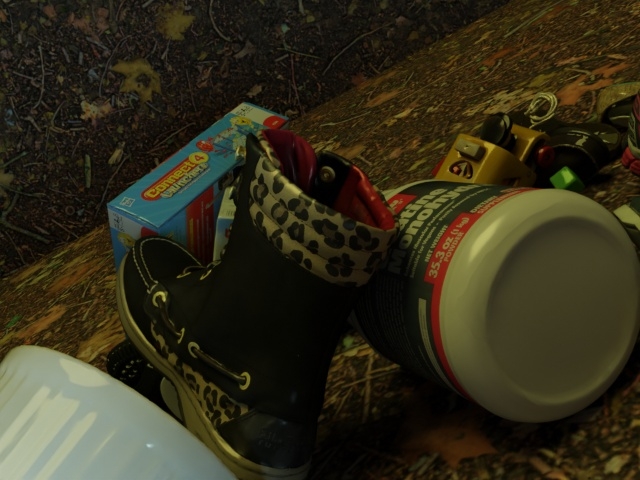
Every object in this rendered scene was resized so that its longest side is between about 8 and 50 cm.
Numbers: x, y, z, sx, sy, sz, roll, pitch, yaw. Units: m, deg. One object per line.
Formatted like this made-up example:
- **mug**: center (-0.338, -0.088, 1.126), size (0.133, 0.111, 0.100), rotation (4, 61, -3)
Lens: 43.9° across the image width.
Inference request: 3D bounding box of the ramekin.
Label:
- **ramekin**: center (-0.190, 0.227, 0.644), size (0.277, 0.277, 0.135), rotation (-11, 33, 47)

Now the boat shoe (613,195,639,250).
- **boat shoe**: center (0.336, 0.005, 0.693), size (0.079, 0.095, 0.254), rotation (-38, 7, 12)

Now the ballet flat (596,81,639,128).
- **ballet flat**: center (0.465, -0.187, 1.069), size (0.206, 0.073, 0.067), rotation (-10, 53, 53)

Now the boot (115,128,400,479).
- **boot**: center (-0.078, 0.025, 0.787), size (0.377, 0.138, 0.284), rotation (51, 125, 49)

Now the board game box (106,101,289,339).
- **board game box**: center (-0.168, -0.001, 1.183), size (0.086, 0.308, 0.302), rotation (25, 45, 20)

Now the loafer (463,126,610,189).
- **loafer**: center (0.279, -0.082, 1.058), size (0.220, 0.080, 0.078), rotation (-18, 33, 48)

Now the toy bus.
- **toy bus**: center (0.207, -0.090, 0.993), size (0.191, 0.104, 0.202), rotation (-28, 53, 32)

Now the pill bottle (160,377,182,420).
- **pill bottle**: center (-0.106, 0.134, 0.998), size (0.117, 0.117, 0.208), rotation (-17, 22, 36)

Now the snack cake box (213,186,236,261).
- **snack cake box**: center (0.000, 0.000, 1.025), size (0.264, 0.089, 0.152), rotation (5, 17, -4)

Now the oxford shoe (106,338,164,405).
- **oxford shoe**: center (-0.227, 0.168, 1.048), size (0.096, 0.083, 0.227), rotation (-35, -10, -36)

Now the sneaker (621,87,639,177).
- **sneaker**: center (0.456, -0.200, 0.922), size (0.121, 0.112, 0.299), rotation (23, 63, 29)

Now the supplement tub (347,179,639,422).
- **supplement tub**: center (0.136, 0.041, 0.739), size (0.191, 0.191, 0.272), rotation (-36, 19, -16)

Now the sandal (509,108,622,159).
- **sandal**: center (0.335, -0.137, 1.141), size (0.090, 0.060, 0.219), rotation (-44, 36, -21)
